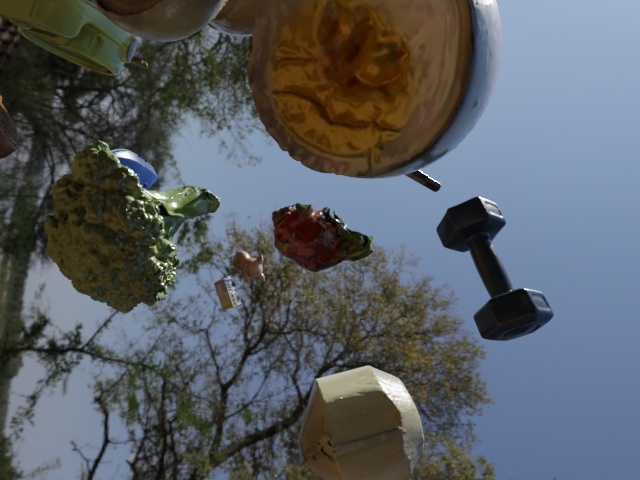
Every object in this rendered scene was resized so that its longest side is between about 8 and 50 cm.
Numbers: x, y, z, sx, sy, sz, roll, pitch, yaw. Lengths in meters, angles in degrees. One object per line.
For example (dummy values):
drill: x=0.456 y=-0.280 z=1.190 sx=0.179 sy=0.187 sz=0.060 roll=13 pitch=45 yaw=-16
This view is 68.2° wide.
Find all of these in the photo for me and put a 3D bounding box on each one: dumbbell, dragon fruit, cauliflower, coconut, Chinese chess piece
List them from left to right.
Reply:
cauliflower: x=-0.356 y=-0.024 z=0.858 sx=0.281 sy=0.261 sz=0.326 roll=-70 pitch=176 yaw=-64
Chinese chess piece: x=-0.236 y=-0.425 z=0.700 sx=0.250 sy=0.103 sz=0.249 roll=0 pitch=-90 yaw=25
dragon fruit: x=-0.001 y=-0.020 z=1.280 sx=0.270 sy=0.198 sz=0.200 roll=-15 pitch=-73 yaw=20
coconut: x=0.087 y=0.479 z=1.194 sx=0.323 sy=0.323 sz=0.322 roll=-23 pitch=-118 yaw=52
dumbbell: x=0.388 y=0.063 z=1.081 sx=0.159 sy=0.144 sz=0.324 roll=102 pitch=-23 yaw=-56

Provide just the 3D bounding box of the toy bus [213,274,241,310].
toy bus: x=-0.300 y=0.168 z=1.517 sx=0.052 sy=0.058 sz=0.102 roll=-21 pitch=-93 yaw=26

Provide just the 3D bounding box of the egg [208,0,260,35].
egg: x=-0.182 y=-0.645 z=1.116 sx=0.374 sy=0.301 sz=0.300 roll=15 pitch=-87 yaw=63

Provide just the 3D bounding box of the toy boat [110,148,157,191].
toy boat: x=-0.594 y=-0.212 z=1.432 sx=0.129 sy=0.088 sz=0.295 roll=-58 pitch=178 yaw=-5

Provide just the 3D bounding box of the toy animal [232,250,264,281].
toy animal: x=-0.252 y=0.081 z=1.635 sx=0.150 sy=0.089 sz=0.083 roll=30 pitch=-28 yaw=31

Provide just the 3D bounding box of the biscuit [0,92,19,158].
biscuit: x=-0.361 y=-0.191 z=0.417 sx=0.306 sy=0.043 sz=0.284 roll=55 pitch=-16 yaw=9

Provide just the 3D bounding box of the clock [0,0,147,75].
clock: x=-0.512 y=-0.433 z=1.003 sx=0.235 sy=0.308 sz=0.096 roll=20 pitch=-88 yaw=16

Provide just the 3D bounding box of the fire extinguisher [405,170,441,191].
fire extinguisher: x=0.250 y=-0.175 z=1.242 sx=0.035 sy=0.173 sz=0.049 roll=-56 pitch=-156 yaw=20

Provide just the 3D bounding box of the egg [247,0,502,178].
egg: x=0.117 y=-0.289 z=0.759 sx=0.355 sy=0.340 sz=0.353 roll=11 pitch=-67 yaw=28
